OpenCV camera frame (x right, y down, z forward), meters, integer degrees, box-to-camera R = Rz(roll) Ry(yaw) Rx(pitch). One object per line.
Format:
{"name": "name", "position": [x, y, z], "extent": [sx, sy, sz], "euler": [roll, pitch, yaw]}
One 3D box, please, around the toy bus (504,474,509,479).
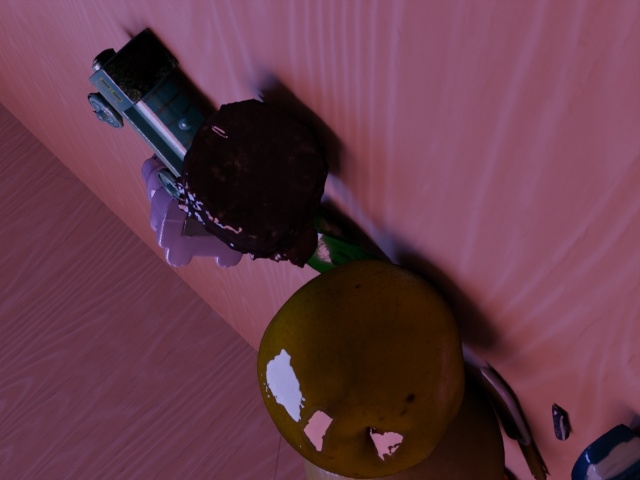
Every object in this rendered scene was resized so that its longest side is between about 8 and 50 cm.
{"name": "toy bus", "position": [0.305, 0.522, 2.227], "extent": [0.143, 0.153, 0.329], "euler": [38, 164, 40]}

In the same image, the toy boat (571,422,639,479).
{"name": "toy boat", "position": [0.350, 0.288, 1.433], "extent": [0.062, 0.096, 0.299], "euler": [52, 174, 24]}

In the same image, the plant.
{"name": "plant", "position": [-0.080, -0.075, 1.482], "extent": [0.204, 0.178, 0.234], "euler": [33, 178, 5]}

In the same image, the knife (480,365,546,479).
{"name": "knife", "position": [0.285, 0.278, 1.775], "extent": [0.061, 0.027, 0.343], "euler": [42, 168, 38]}

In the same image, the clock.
{"name": "clock", "position": [-0.230, -0.077, 2.042], "extent": [0.254, 0.189, 0.189], "euler": [40, 169, 52]}

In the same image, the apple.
{"name": "apple", "position": [0.141, 0.306, 1.765], "extent": [0.295, 0.258, 0.233], "euler": [23, 156, -20]}

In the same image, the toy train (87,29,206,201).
{"name": "toy train", "position": [-0.225, -0.172, 1.793], "extent": [0.298, 0.120, 0.194], "euler": [48, 163, -14]}

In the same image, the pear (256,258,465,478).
{"name": "pear", "position": [0.056, 0.161, 1.570], "extent": [0.294, 0.294, 0.294], "euler": [43, 168, 11]}

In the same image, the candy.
{"name": "candy", "position": [-0.004, 0.002, 1.717], "extent": [0.141, 0.078, 0.203], "euler": [48, 173, -9]}

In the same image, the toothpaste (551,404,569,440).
{"name": "toothpaste", "position": [0.317, 0.243, 1.571], "extent": [0.027, 0.019, 0.083], "euler": [58, 175, 39]}
